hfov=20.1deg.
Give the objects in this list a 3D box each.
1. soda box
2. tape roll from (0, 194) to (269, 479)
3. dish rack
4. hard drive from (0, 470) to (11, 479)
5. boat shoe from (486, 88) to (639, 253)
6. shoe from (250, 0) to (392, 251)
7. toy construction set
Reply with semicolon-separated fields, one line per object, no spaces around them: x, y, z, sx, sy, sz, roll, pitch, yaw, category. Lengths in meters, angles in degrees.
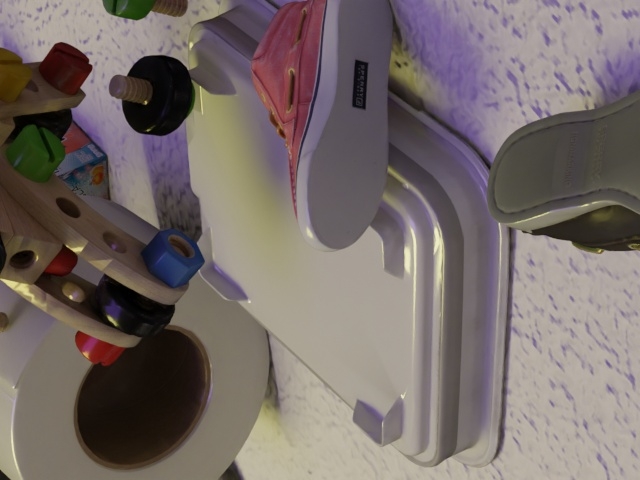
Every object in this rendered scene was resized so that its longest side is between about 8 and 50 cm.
-0.271;-0.096;1.708;0.183;0.058;0.063;43;146;34;soda box
-0.189;0.101;1.526;0.169;0.246;0.246;30;138;49;tape roll
0.000;0.000;1.298;0.333;0.072;0.285;41;146;40;dish rack
-0.186;0.321;1.692;0.064;0.237;0.339;149;100;-83;hard drive
0.182;-0.036;0.947;0.227;0.068;0.081;-5;69;57;boat shoe
-0.003;-0.077;1.165;0.081;0.063;0.178;-7;73;50;shoe
-0.260;-0.030;1.276;0.309;0.237;0.257;-25;68;40;toy construction set
